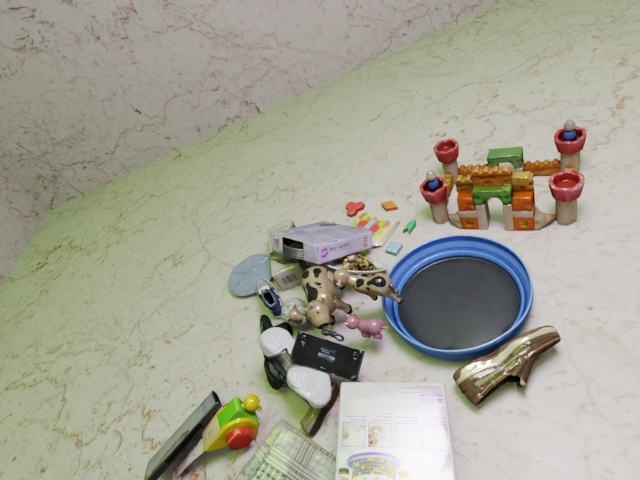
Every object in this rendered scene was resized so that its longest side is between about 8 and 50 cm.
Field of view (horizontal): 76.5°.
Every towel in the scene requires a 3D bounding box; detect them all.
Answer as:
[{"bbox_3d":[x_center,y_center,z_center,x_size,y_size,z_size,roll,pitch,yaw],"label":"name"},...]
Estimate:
[{"bbox_3d":[-0.081,0.605,0.912,0.324,0.056,0.312,13,55,41],"label":"towel"}]

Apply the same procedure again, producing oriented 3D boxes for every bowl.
[{"bbox_3d":[0.369,0.149,1.118,0.391,0.077,0.391,-17,41,15],"label":"bowl"}]

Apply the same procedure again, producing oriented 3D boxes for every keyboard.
[{"bbox_3d":[0.021,0.280,1.039,0.180,0.023,0.108,16,80,7],"label":"keyboard"}]

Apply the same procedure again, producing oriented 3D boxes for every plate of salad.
[{"bbox_3d":[0.115,0.069,1.300,0.200,0.048,0.200,4,9,-1],"label":"plate of salad"}]

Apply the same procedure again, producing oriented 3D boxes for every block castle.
[{"bbox_3d":[0.566,-0.212,1.283,0.453,0.213,0.303,3,49,33],"label":"block castle"}]

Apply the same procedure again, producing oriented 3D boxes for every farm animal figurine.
[{"bbox_3d":[0.030,0.172,1.152,0.330,0.172,0.327,-48,37,5],"label":"farm animal figurine"}]

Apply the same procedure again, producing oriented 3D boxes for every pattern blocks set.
[{"bbox_3d":[0.182,-0.048,1.483,0.325,0.026,0.285,8,52,36],"label":"pattern blocks set"}]

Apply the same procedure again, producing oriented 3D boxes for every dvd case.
[{"bbox_3d":[-0.375,0.532,1.115,0.253,0.022,0.180,-46,6,-21],"label":"dvd case"}]

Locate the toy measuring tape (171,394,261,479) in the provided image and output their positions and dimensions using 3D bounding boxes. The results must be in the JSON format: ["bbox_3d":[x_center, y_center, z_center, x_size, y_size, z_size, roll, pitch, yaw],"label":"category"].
[{"bbox_3d":[-0.261,0.535,1.087,0.330,0.121,0.121,-50,38,10],"label":"toy measuring tape"}]

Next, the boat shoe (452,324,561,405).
[{"bbox_3d":[0.439,0.291,0.924,0.257,0.095,0.095,-31,52,7],"label":"boat shoe"}]

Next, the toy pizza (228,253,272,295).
[{"bbox_3d":[-0.259,0.132,1.548,0.201,0.032,0.201,-16,42,15],"label":"toy pizza"}]

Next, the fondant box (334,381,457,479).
[{"bbox_3d":[0.157,0.471,0.851,0.238,0.096,0.330,-4,43,12],"label":"fondant box"}]

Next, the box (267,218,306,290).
[{"bbox_3d":[-0.124,0.047,1.509,0.113,0.094,0.275,-24,40,6],"label":"box"}]

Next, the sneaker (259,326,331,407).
[{"bbox_3d":[-0.068,0.365,1.095,0.101,0.153,0.268,-23,45,-32],"label":"sneaker"}]

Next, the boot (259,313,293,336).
[{"bbox_3d":[-0.144,0.281,1.308,0.099,0.045,0.121,-21,47,13],"label":"boot"}]

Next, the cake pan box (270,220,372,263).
[{"bbox_3d":[0.000,0.000,1.370,0.267,0.070,0.246,-16,18,-42],"label":"cake pan box"}]

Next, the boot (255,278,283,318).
[{"bbox_3d":[-0.181,0.178,1.387,0.069,0.086,0.190,-37,49,-11],"label":"boot"}]

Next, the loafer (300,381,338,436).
[{"bbox_3d":[-0.005,0.429,1.055,0.050,0.056,0.148,17,57,34],"label":"loafer"}]
